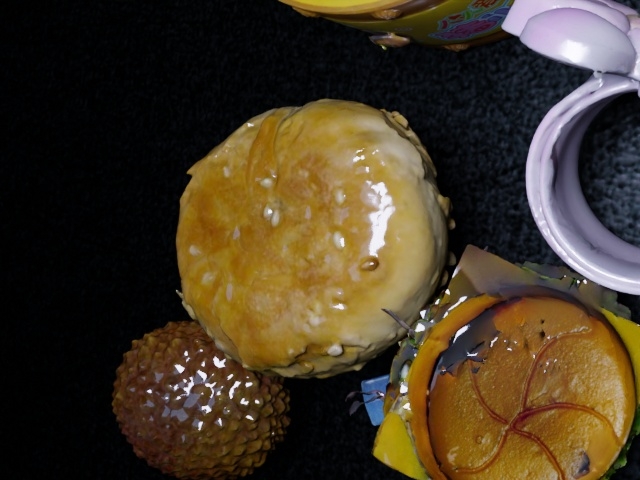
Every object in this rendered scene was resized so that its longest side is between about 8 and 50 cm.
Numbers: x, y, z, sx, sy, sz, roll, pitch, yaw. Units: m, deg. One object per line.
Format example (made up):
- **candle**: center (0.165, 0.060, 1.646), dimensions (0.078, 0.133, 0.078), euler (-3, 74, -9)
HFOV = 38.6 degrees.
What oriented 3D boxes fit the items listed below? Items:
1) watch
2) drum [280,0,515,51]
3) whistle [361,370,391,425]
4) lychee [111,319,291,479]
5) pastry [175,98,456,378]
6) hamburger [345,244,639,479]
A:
- **watch**: center (0.257, -0.077, 0.764), dimensions (0.248, 0.211, 0.217), euler (24, 113, 24)
- **drum**: center (0.094, -0.395, 0.852), dimensions (0.431, 0.214, 0.431), euler (1, 91, 35)
- **whistle**: center (0.095, 0.158, 0.941), dimensions (0.158, 0.090, 0.090), euler (-22, 78, 34)
- **lychee**: center (-0.141, 0.185, 1.053), dimensions (0.238, 0.200, 0.200), euler (-25, 77, 40)
- **pastry**: center (0.000, 0.000, 0.944), dimensions (0.316, 0.184, 0.284), euler (-17, 75, 36)
- **hamburger**: center (0.164, 0.130, 0.812), dimensions (0.262, 0.139, 0.243), euler (28, 92, -9)
